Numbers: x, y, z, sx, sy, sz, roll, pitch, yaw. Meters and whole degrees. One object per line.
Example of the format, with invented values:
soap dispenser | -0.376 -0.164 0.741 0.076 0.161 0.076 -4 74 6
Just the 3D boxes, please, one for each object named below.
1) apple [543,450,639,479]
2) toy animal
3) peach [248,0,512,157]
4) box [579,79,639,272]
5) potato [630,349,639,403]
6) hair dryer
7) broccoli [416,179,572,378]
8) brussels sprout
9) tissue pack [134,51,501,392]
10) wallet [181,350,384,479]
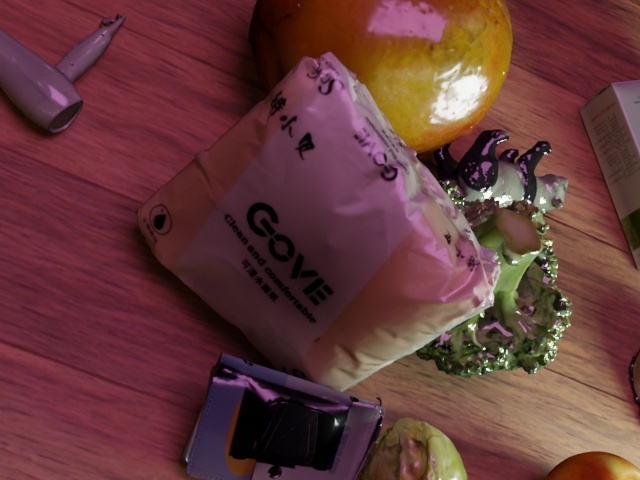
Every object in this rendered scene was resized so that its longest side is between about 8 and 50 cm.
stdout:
apple | 0.379 0.372 1.753 0.163 0.139 0.163 19 57 -33
toy animal | 0.280 -0.095 1.930 0.225 0.094 0.121 7 75 -34
peach | 0.080 -0.276 1.778 0.372 0.373 0.290 17 28 -20
box | 0.571 -0.113 2.073 0.200 0.106 0.299 -9 72 -27
potato | 0.579 0.217 1.932 0.182 0.117 0.202 50 56 -3
hair dryer | -0.356 -0.270 1.716 0.206 0.075 0.237 44 49 4
broccoli | 0.211 0.046 1.757 0.288 0.260 0.235 15 28 -17
brussels sprout | 0.132 0.313 1.651 0.122 0.149 0.151 21 99 -34
tissue pack | 0.000 0.000 1.595 0.375 0.390 0.195 46 34 -6
wallet | -0.046 0.246 1.585 0.231 0.069 0.170 18 104 -12
